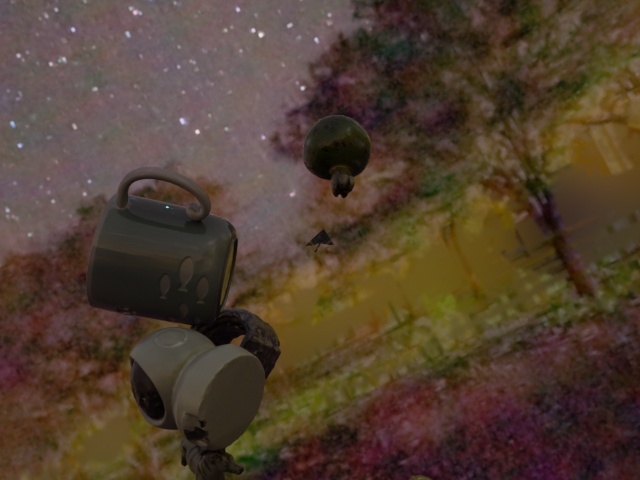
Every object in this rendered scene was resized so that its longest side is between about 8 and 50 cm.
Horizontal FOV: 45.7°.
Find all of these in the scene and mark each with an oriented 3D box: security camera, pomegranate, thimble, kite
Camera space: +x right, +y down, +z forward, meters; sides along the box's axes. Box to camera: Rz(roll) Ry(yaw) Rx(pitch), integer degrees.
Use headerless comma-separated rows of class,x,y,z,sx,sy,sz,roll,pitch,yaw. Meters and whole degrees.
security camera,-0.244,0.255,1.392,0.236,0.195,0.194,19,21,30
pomegranate,0.049,-0.228,2.073,0.202,0.248,0.202,-2,-30,-1
thimble,-0.228,0.279,1.886,0.236,0.205,0.172,-20,-29,15
kite,0.000,0.000,2.527,0.122,0.090,0.004,3,-26,39

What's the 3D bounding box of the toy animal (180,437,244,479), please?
toy animal,-0.223,0.426,1.476,0.073,0.176,0.217,-23,33,-25

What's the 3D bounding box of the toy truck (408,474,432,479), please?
toy truck,0.288,0.727,1.712,0.254,0.405,0.181,-34,-41,-8

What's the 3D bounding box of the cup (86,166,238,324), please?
cup,-0.321,0.007,1.621,0.259,0.274,0.357,-80,3,-55
